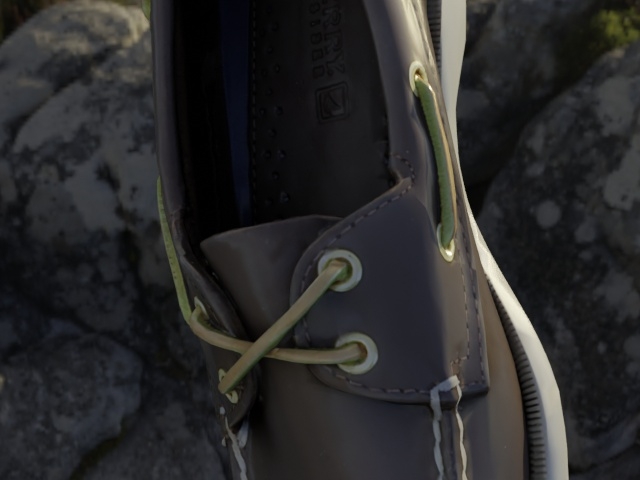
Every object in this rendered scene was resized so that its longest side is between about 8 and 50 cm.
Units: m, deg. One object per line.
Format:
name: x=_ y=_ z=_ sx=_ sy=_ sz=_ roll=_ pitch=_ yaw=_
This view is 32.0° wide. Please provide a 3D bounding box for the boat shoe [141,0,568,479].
boat shoe: x=0.000 y=0.000 z=0.356 sx=0.117 sy=0.097 sz=0.324 roll=-12 pitch=76 yaw=33
